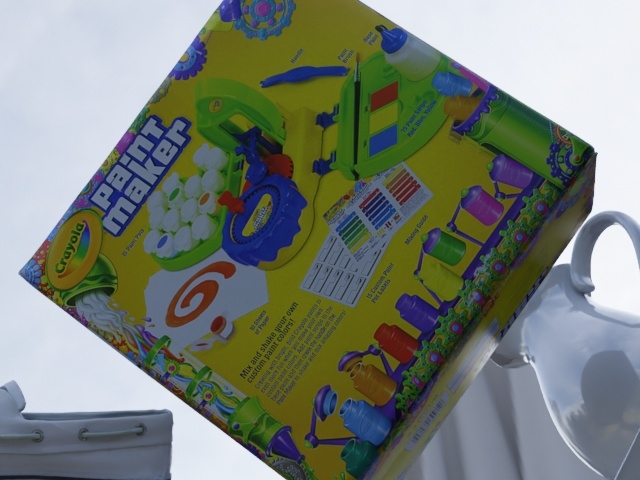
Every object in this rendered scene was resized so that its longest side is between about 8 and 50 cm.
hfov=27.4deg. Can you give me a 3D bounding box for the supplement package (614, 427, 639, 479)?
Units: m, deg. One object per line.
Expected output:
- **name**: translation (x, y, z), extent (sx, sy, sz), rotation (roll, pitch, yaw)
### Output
- **supplement package**: translation (0.273, 0.264, 0.862), extent (0.175, 0.177, 0.293), rotation (13, -75, -43)

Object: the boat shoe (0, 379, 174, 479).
- **boat shoe**: translation (-0.197, 0.121, 0.794), extent (0.226, 0.075, 0.083), rotation (10, -3, -28)

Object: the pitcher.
- **pitcher**: translation (0.244, 0.087, 1.061), extent (0.126, 0.207, 0.177), rotation (12, -67, -34)

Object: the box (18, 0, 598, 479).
- **box**: translation (0.000, 0.000, 0.942), extent (0.290, 0.279, 0.177), rotation (-54, -16, -4)
